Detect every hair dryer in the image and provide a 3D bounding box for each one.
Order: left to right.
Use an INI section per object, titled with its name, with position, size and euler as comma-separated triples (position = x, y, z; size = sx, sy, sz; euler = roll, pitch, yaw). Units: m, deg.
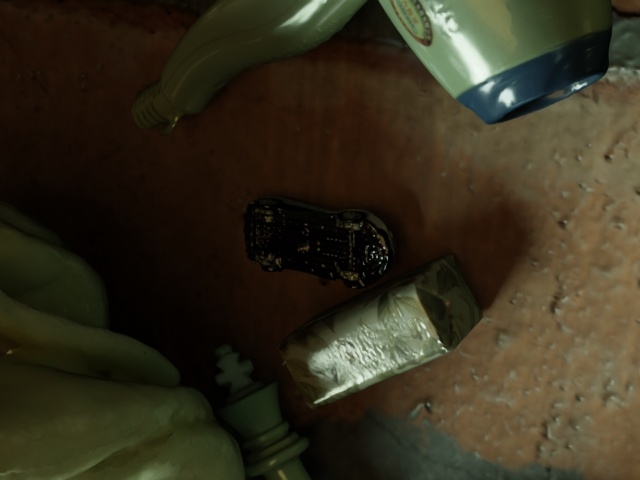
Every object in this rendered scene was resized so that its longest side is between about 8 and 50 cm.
[hair dryer]
position = -0.006, -0.200, 0.759
size = 0.298, 0.119, 0.295
euler = 0, 101, 39

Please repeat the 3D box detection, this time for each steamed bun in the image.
[steamed bun]
position = -0.204, 0.090, 0.858
size = 0.394, 0.237, 0.346
euler = 29, 151, -11

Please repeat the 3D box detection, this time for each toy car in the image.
[toy car]
position = 0.000, 0.000, 0.851
size = 0.093, 0.025, 0.041
euler = 11, 113, 26

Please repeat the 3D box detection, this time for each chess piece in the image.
[chess piece]
position = -0.022, 0.126, 0.891
size = 0.059, 0.059, 0.149
euler = -26, 89, 30

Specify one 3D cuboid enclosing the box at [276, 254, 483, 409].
[box]
position = 0.032, 0.048, 0.831
size = 0.098, 0.062, 0.045
euler = -27, 93, 31
